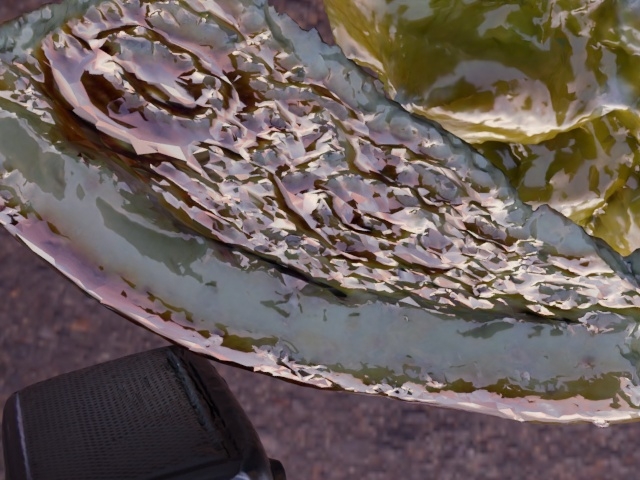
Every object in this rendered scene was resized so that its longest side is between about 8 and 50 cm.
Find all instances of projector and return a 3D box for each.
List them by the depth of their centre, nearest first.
[{"bbox_3d":[-0.142,0.337,1.412,0.242,0.405,0.395,-18,105,-10],"label":"projector"}]

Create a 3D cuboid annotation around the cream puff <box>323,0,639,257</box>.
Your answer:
[{"bbox_3d":[0.167,-0.139,0.978,0.378,0.378,0.275,15,140,-11],"label":"cream puff"}]

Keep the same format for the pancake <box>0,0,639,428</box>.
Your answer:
[{"bbox_3d":[-0.003,0.002,0.757,0.427,0.067,0.305,30,149,-13],"label":"pancake"}]
